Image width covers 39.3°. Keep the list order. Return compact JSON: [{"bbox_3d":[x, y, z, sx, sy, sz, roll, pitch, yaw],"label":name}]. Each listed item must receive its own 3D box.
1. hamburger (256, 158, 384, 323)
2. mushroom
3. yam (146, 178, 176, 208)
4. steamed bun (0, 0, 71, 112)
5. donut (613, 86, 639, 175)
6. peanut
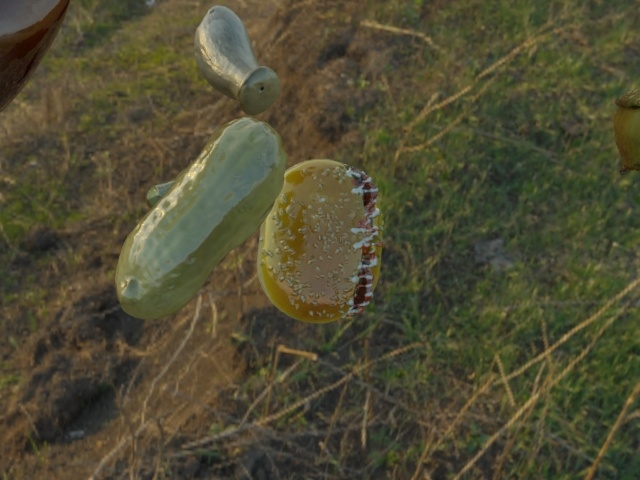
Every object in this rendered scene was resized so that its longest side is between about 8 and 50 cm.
[{"bbox_3d":[0.000,0.000,1.625,0.227,0.295,0.151,4,2,-12],"label":"hamburger"},{"bbox_3d":[-0.151,-0.302,1.532,0.108,0.096,0.247,-32,49,1],"label":"mushroom"},{"bbox_3d":[-0.254,-0.085,1.665,0.146,0.070,0.070,-18,41,5],"label":"yam"},{"bbox_3d":[-0.426,-0.319,1.054,0.248,0.235,0.379,-1,62,-37],"label":"steamed bun"},{"bbox_3d":[0.487,-0.166,1.131,0.272,0.107,0.272,-20,4,1],"label":"donut"},{"bbox_3d":[-0.159,-0.025,1.224,0.147,0.147,0.319,35,88,27],"label":"peanut"}]
